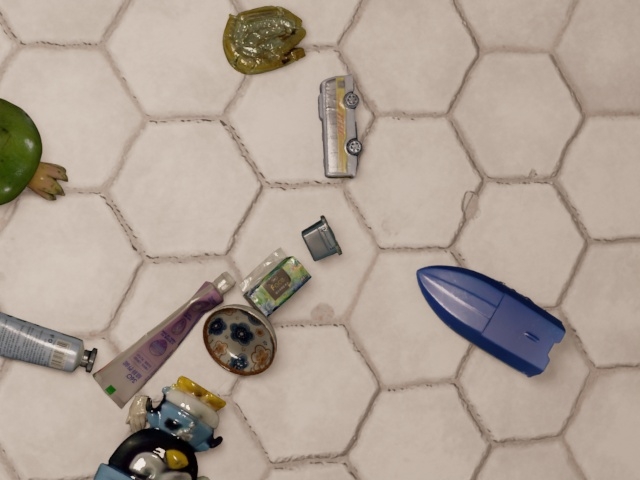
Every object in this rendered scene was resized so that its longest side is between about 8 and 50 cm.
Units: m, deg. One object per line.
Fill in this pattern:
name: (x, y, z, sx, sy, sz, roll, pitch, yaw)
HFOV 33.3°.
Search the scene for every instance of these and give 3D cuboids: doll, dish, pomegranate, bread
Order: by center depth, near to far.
pomegranate: (-0.526, -0.134, 1.779, 0.225, 0.187, 0.187, 29, 81, -36)
doll: (-0.279, 0.389, 1.831, 0.177, 0.141, 0.314, 35, 76, -22)
dish: (-0.132, 0.162, 1.910, 0.141, 0.078, 0.141, 9, 119, 17)
bread: (-0.101, -0.366, 1.937, 0.156, 0.064, 0.117, -19, 94, -13)

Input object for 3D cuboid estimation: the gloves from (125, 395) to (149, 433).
gloves: (-0.320, 0.300, 1.879, 0.044, 0.037, 0.080, 1, 94, 21)

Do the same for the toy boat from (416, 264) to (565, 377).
toy boat: (0.308, 0.133, 2.021, 0.295, 0.088, 0.129, 31, 81, 0)

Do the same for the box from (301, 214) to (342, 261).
box: (0.000, 0.000, 1.938, 0.054, 0.099, 0.074, -28, 95, 2)

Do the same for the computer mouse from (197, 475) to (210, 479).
computer mouse: (-0.199, 0.466, 1.904, 0.056, 0.032, 0.110, -37, 87, -14)

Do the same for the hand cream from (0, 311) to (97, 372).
hand cream: (-0.517, 0.166, 1.823, 0.271, 0.058, 0.091, 17, 96, -9)

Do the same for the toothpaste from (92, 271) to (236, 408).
toothpaste: (-0.268, 0.166, 1.888, 0.301, 0.048, 0.075, -43, 126, -5)

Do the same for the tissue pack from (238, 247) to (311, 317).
tissue pack: (-0.085, 0.074, 1.917, 0.111, 0.085, 0.079, -42, 97, -11)

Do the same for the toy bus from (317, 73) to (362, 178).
toy bus: (0.036, -0.208, 1.971, 0.075, 0.064, 0.190, -4, 89, -2)
